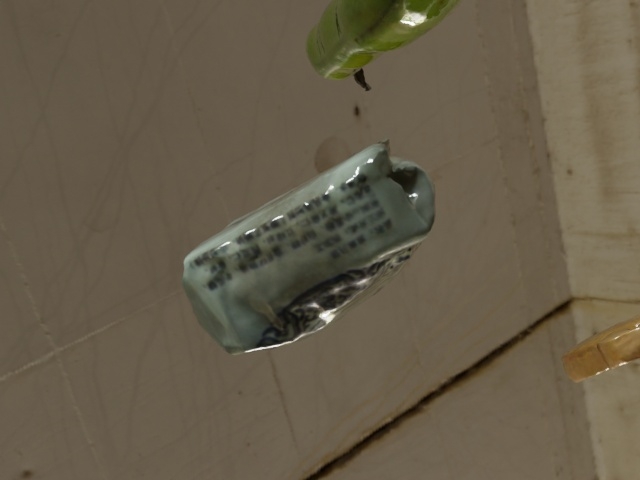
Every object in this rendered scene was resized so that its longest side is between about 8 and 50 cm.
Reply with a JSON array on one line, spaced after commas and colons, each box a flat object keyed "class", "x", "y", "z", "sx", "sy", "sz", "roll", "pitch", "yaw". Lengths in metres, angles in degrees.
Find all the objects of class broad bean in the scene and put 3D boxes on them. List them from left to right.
[{"class": "broad bean", "x": 0.034, "y": -0.145, "z": 0.474, "sx": 0.075, "sy": 0.325, "sz": 0.067, "roll": -20, "pitch": -85, "yaw": -11}]

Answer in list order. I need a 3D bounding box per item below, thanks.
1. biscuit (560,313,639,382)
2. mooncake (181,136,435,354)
[{"class": "biscuit", "x": 0.219, "y": 0.053, "z": 0.469, "sx": 0.184, "sy": 0.133, "sz": 0.027, "roll": -13, "pitch": -107, "yaw": -28}, {"class": "mooncake", "x": 0.002, "y": 0.005, "z": 0.757, "sx": 0.136, "sy": 0.254, "sz": 0.250, "roll": 61, "pitch": -171, "yaw": -2}]
